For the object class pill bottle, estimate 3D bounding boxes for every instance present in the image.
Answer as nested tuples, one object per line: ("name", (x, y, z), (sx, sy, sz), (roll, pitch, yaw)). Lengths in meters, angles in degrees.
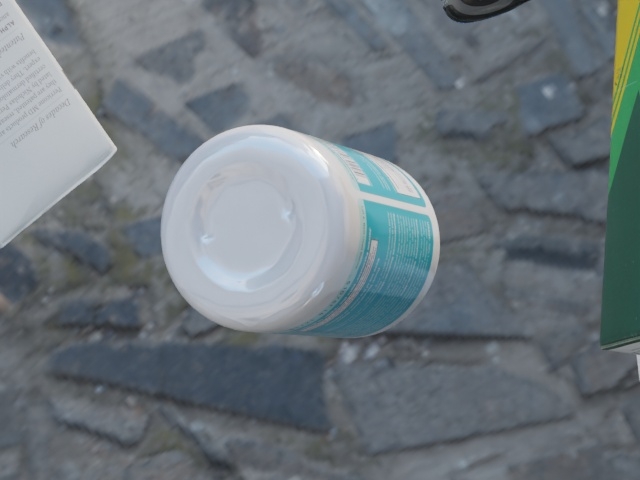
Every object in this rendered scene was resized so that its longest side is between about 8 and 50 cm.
("pill bottle", (0.000, 0.000, 1.383), (0.264, 0.146, 0.146), (12, 56, -66))

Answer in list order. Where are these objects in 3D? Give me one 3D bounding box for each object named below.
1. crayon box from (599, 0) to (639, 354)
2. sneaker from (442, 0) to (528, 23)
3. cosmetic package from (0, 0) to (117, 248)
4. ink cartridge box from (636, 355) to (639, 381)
("crayon box", (0.418, -0.047, 1.514), (0.363, 0.106, 0.313), (9, 77, -18))
("sneaker", (0.160, -0.207, 1.261), (0.067, 0.188, 0.078), (63, 24, -7))
("cosmetic package", (-0.306, -0.097, 1.560), (0.151, 0.151, 0.183), (-44, 109, -31))
("ink cartridge box", (0.441, 0.056, 1.903), (0.100, 0.237, 0.172), (-57, 140, -56))
